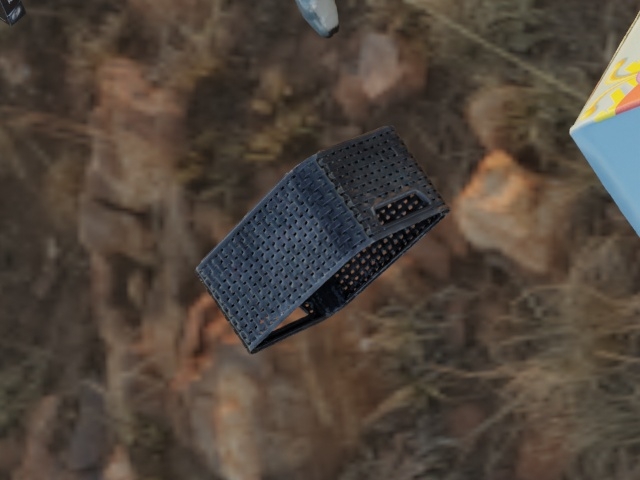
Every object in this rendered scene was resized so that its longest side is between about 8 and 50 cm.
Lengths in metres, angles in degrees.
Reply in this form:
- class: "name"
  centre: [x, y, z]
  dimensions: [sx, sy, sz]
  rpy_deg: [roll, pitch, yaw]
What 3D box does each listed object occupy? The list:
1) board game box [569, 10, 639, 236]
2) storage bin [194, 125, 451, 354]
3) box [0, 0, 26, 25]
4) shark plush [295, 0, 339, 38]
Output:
- class: "board game box"
  centre: [0.247, -0.061, 0.637]
  dimensions: [0.275, 0.142, 0.144]
  rpy_deg: [-20, 114, 39]
- class: "storage bin"
  centre: [0.000, 0.000, 1.545]
  dimensions: [0.084, 0.122, 0.180]
  rpy_deg: [56, 133, 10]
- class: "box"
  centre: [-0.275, -0.213, 1.554]
  dimensions: [0.083, 0.067, 0.018]
  rpy_deg: [34, 68, 27]
- class: "shark plush"
  centre: [-0.024, -0.158, 0.962]
  dimensions: [0.067, 0.161, 0.073]
  rpy_deg: [32, 94, 31]
